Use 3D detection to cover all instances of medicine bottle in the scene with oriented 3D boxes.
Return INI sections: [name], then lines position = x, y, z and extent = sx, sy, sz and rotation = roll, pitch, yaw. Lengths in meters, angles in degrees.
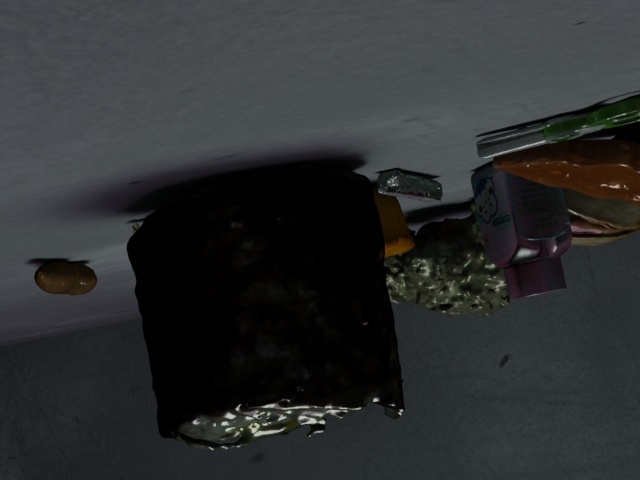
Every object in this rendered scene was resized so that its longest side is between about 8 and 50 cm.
[medicine bottle]
position = 0.281, -0.018, 1.626
extent = 0.094, 0.188, 0.119
rotation = -9, 175, -18

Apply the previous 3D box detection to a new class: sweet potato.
[sweet potato]
position = -0.396, 0.058, 1.806
extent = 0.065, 0.051, 0.218
rotation = -8, 175, 10

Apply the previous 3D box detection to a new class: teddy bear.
[teddy bear]
position = 0.197, 0.028, 2.189
extent = 0.367, 0.224, 0.357
rotation = 4, 179, 9

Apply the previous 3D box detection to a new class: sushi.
[sushi]
position = -0.066, 0.082, 1.362
extent = 0.299, 0.294, 0.281
rotation = -10, 169, -1

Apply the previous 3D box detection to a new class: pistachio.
[pistachio]
position = 0.425, -0.054, 1.851
extent = 0.215, 0.144, 0.144
rotation = -11, 176, -31

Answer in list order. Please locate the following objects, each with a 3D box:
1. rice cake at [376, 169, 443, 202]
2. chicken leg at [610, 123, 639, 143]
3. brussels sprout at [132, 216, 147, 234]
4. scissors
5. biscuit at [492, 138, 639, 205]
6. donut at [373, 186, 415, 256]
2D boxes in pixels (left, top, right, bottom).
[rice cake]
position = 0.120, -0.071, 1.573
extent = 0.033, 0.033, 0.207
rotation = -2, 178, 22
[chicken leg]
position = 0.473, -0.136, 1.490
extent = 0.253, 0.051, 0.106
rotation = -11, 177, 32
[brussels sprout]
position = -0.194, -0.007, 1.501
extent = 0.085, 0.058, 0.085
rotation = 24, 159, 10
[scissors]
position = 0.273, -0.126, 1.318
extent = 0.204, 0.027, 0.101
rotation = -14, 173, 16
[biscuit]
position = 0.367, -0.088, 1.456
extent = 0.306, 0.043, 0.284
rotation = 9, 174, 5
[donut]
position = 0.002, -0.001, 1.642
extent = 0.253, 0.118, 0.253
rotation = -14, 175, -1
